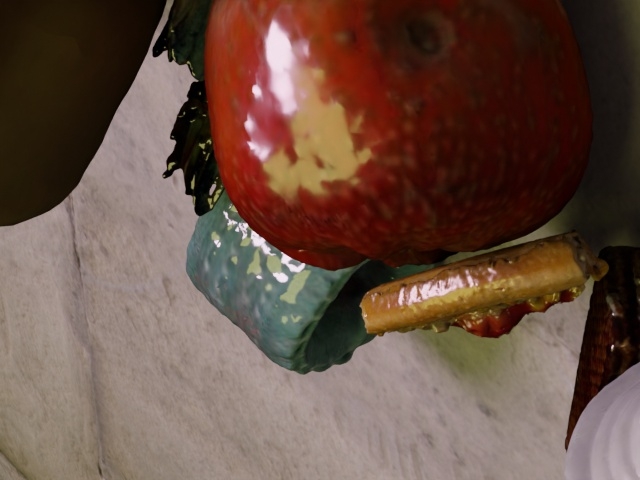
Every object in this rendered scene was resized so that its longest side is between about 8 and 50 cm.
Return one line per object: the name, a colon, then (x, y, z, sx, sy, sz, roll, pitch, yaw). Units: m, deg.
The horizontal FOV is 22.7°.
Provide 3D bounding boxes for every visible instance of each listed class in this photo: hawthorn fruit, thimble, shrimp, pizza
hawthorn fruit: (0.044, -0.115, 1.098, 0.275, 0.275, 0.300, 6, 118, 56)
thimble: (0.000, 0.000, 1.336, 0.143, 0.198, 0.235, 45, 156, 21)
shrimp: (-0.060, -0.163, 1.206, 0.075, 0.289, 0.178, 36, -172, 27)
pizza: (0.142, 0.033, 1.156, 0.188, 0.199, 0.062, -14, 90, 36)

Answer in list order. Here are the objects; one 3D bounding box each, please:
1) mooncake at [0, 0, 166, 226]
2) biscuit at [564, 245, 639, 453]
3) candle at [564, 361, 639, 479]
mooncake: (-0.329, -0.233, 1.179, 0.467, 0.467, 0.262, 47, 114, 21)
biscuit: (0.228, 0.124, 1.179, 0.106, 0.070, 0.252, -84, -4, -46)
candle: (0.269, 0.197, 1.031, 0.221, 0.221, 0.343, 30, 150, 42)
